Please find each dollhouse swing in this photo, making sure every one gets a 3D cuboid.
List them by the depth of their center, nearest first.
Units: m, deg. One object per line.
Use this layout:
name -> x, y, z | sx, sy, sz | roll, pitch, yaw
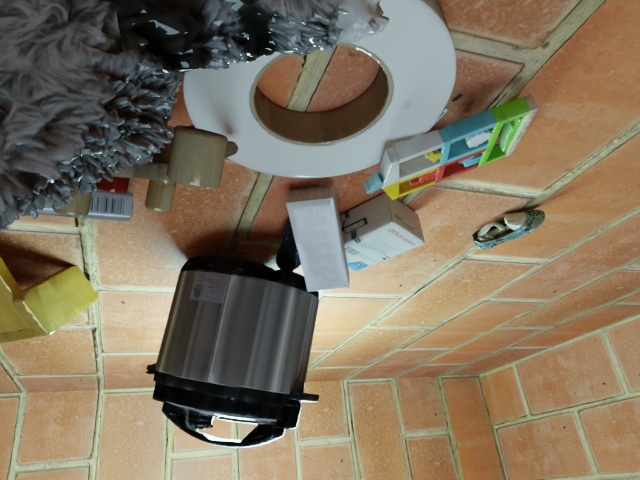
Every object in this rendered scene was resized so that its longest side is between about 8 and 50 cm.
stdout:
dollhouse swing -> -0.789, 0.077, 1.127 | 0.347, 0.304, 0.315 | -11, -166, 7

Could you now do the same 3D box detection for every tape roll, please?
tape roll -> 0.001, -0.228, 0.710 | 0.392, 0.072, 0.392 | -6, 153, -3

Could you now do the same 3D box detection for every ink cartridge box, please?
ink cartridge box -> -0.446, -0.064, 0.844 | 0.223, 0.045, 0.224 | 5, 178, -22
ink cartridge box -> 0.118, -0.014, 1.139 | 0.203, 0.085, 0.148 | -25, 146, 31

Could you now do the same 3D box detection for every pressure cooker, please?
pressure cooker -> -0.211, 0.276, 1.186 | 0.376, 0.420, 0.370 | 18, 162, -27

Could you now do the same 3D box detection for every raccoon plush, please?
raccoon plush -> -0.193, -0.102, 0.411 | 0.447, 0.216, 0.299 | -3, 177, -20

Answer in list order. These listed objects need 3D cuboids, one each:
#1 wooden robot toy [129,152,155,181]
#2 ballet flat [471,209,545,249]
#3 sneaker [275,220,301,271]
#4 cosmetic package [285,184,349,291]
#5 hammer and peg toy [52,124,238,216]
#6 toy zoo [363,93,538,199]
wooden robot toy -> -0.352, -0.145, 0.794 | 0.173, 0.076, 0.079 | 7, 139, -26
ballet flat -> 0.466, -0.032, 1.223 | 0.070, 0.070, 0.188 | 18, 141, -40
sneaker -> -0.043, -0.013, 1.146 | 0.069, 0.082, 0.209 | 35, 132, 7
cosmetic package -> 0.000, 0.000, 1.049 | 0.099, 0.060, 0.239 | -4, 125, 10
hammer and peg toy -> -0.273, -0.102, 0.621 | 0.361, 0.127, 0.266 | 14, -173, 9
toy zoo -> 0.216, -0.149, 0.863 | 0.293, 0.030, 0.192 | -21, 165, 4
